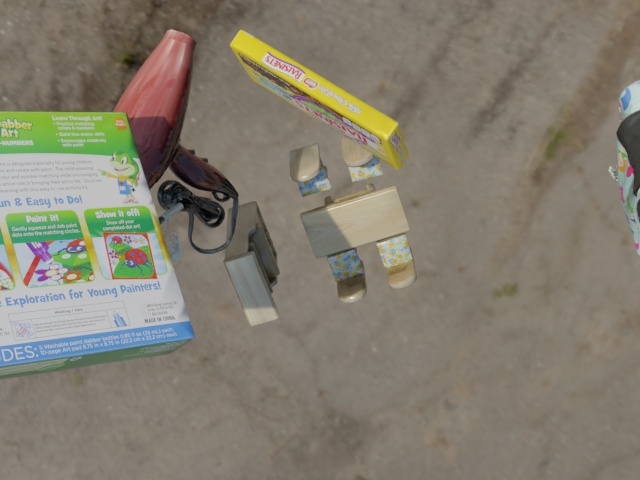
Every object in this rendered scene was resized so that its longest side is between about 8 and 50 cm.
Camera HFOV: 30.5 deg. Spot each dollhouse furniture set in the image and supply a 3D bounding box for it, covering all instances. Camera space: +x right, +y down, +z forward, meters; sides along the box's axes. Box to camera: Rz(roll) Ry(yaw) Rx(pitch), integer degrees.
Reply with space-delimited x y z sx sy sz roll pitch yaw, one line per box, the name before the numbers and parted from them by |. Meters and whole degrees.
dollhouse furniture set | 0.000 0.000 1.616 0.242 0.161 0.212 -17 119 7

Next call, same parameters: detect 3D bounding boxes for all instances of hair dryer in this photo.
hair dryer | -0.176 -0.095 1.343 0.223 0.080 0.294 -41 141 -56

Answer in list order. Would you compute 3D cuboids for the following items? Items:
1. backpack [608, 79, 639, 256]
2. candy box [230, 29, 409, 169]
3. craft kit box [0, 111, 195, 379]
backpack | 0.440 -0.075 1.308 0.225 0.191 0.253 -13 145 11
candy box | 0.001 -0.150 1.265 0.027 0.206 0.105 -56 163 -4
craft kit box | -0.262 -0.001 1.079 0.250 0.061 0.247 -4 71 -41
